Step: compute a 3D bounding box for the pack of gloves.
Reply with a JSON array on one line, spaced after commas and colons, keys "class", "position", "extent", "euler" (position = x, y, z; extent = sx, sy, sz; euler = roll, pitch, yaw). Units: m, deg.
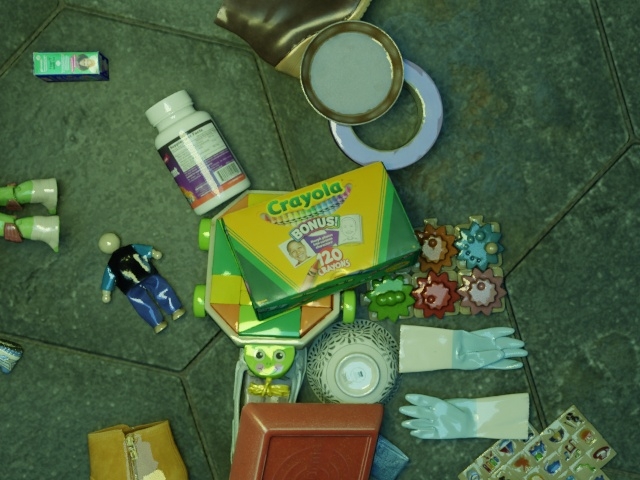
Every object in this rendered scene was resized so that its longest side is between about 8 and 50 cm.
[{"class": "pack of gloves", "position": [0.245, 0.244, 1.850], "extent": [0.232, 0.046, 0.195], "euler": [2, 88, -8]}]

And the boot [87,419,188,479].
[{"class": "boot", "position": [-0.371, 0.432, 1.819], "extent": [0.295, 0.104, 0.211], "euler": [-19, 89, -5]}]

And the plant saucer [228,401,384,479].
[{"class": "plant saucer", "position": [-0.023, 0.396, 1.768], "extent": [0.259, 0.048, 0.258], "euler": [5, 105, -24]}]

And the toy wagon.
[{"class": "toy wagon", "position": [-0.074, 0.084, 1.755], "extent": [0.267, 0.068, 0.344], "euler": [2, 69, 1]}]

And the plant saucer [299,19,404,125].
[{"class": "plant saucer", "position": [0.050, -0.271, 1.727], "extent": [0.169, 0.029, 0.168], "euler": [0, 95, -1]}]

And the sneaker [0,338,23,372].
[{"class": "sneaker", "position": [-0.580, 0.189, 1.813], "extent": [0.135, 0.052, 0.058], "euler": [21, 97, -2]}]

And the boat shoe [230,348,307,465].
[{"class": "boat shoe", "position": [-0.092, 0.259, 1.802], "extent": [0.118, 0.103, 0.320], "euler": [12, 94, -2]}]

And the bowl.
[{"class": "bowl", "position": [0.061, 0.222, 1.816], "extent": [0.170, 0.080, 0.170], "euler": [0, 93, -2]}]

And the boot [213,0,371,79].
[{"class": "boot", "position": [-0.033, -0.405, 1.764], "extent": [0.207, 0.090, 0.248], "euler": [34, 96, -5]}]

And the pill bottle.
[{"class": "pill bottle", "position": [-0.208, -0.147, 1.769], "extent": [0.108, 0.108, 0.193], "euler": [-30, 94, 1]}]

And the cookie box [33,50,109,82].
[{"class": "cookie box", "position": [-0.411, -0.287, 1.763], "extent": [0.107, 0.092, 0.040], "euler": [-2, 91, -2]}]

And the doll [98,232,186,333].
[{"class": "doll", "position": [-0.315, 0.068, 1.813], "extent": [0.129, 0.046, 0.189], "euler": [-35, 94, 0]}]

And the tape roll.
[{"class": "tape roll", "position": [0.106, -0.211, 1.787], "extent": [0.189, 0.080, 0.188], "euler": [0, 93, -1]}]

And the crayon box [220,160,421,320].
[{"class": "crayon box", "position": [0.000, 0.000, 1.707], "extent": [0.279, 0.081, 0.165], "euler": [-20, 71, -7]}]

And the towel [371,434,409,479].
[{"class": "towel", "position": [0.091, 0.369, 1.852], "extent": [0.119, 0.029, 0.067], "euler": [37, 93, -4]}]

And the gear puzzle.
[{"class": "gear puzzle", "position": [0.148, 0.053, 1.823], "extent": [0.339, 0.044, 0.175], "euler": [-4, 94, -1]}]

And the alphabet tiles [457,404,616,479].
[{"class": "alphabet tiles", "position": [0.393, 0.408, 1.872], "extent": [0.237, 0.009, 0.198], "euler": [-41, 94, 1]}]

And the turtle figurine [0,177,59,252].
[{"class": "turtle figurine", "position": [-0.568, -0.014, 1.749], "extent": [0.266, 0.198, 0.274], "euler": [-1, 105, -17]}]
